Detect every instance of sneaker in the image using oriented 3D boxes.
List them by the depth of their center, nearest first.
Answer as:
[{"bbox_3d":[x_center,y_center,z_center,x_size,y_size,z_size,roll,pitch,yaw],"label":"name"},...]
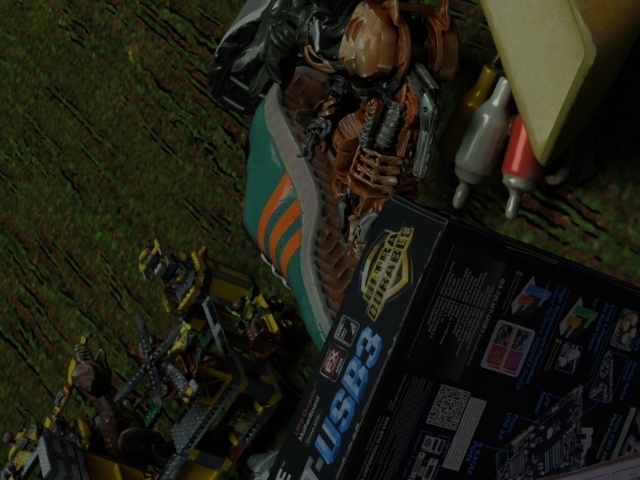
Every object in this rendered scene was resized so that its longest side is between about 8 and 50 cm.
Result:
[{"bbox_3d":[0.000,0.000,1.475,0.121,0.108,0.302,-52,43,48],"label":"sneaker"},{"bbox_3d":[-0.016,-0.230,1.597,0.271,0.100,0.108,-53,18,26],"label":"sneaker"}]

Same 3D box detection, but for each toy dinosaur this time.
[{"bbox_3d":[0.058,-0.149,1.370,0.322,0.164,0.218,-63,27,3],"label":"toy dinosaur"}]

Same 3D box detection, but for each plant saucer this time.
[{"bbox_3d":[0.148,-0.244,1.152,0.081,0.333,0.333,-19,81,-1],"label":"plant saucer"}]

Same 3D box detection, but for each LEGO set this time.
[{"bbox_3d":[-0.195,0.148,1.539,0.331,0.192,0.255,-50,34,26],"label":"LEGO set"}]

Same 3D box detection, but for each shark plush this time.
[{"bbox_3d":[-0.020,0.196,1.472,0.067,0.073,0.161,-63,13,-21],"label":"shark plush"}]

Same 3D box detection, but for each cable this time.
[{"bbox_3d":[0.166,-0.156,1.312,0.139,0.072,0.287,28,114,50],"label":"cable"}]

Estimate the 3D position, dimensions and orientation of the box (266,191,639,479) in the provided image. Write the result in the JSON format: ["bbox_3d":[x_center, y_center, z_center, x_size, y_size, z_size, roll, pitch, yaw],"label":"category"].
[{"bbox_3d":[0.110,0.148,1.118,0.073,0.293,0.295,27,97,50],"label":"box"}]

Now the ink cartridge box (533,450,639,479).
[{"bbox_3d":[0.204,0.331,0.986,0.309,0.130,0.272,44,122,32],"label":"ink cartridge box"}]
